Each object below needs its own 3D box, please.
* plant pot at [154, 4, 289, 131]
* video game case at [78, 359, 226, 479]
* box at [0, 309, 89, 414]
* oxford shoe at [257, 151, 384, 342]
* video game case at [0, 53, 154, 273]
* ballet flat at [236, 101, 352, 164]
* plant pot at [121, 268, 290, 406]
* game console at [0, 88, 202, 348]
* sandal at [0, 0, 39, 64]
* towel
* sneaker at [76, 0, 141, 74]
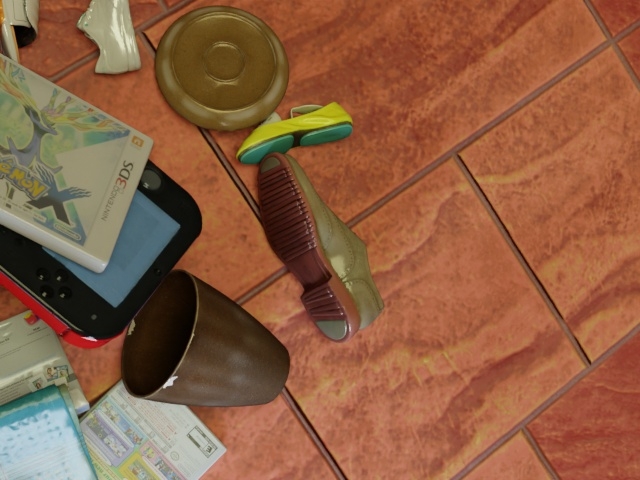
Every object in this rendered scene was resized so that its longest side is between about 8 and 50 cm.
[{"bbox_3d":[-0.168,-0.305,1.914,0.236,0.032,0.236,3,76,-10],"label":"plant pot"},{"bbox_3d":[-0.295,0.340,1.834,0.193,0.023,0.212,-44,99,-17],"label":"video game case"},{"bbox_3d":[-0.470,0.213,1.750,0.145,0.038,0.186,-24,72,-19],"label":"box"},{"bbox_3d":[0.000,0.000,1.933,0.130,0.123,0.348,-26,96,-40],"label":"oxford shoe"},{"bbox_3d":[-0.437,-0.134,1.695,0.329,0.036,0.300,29,42,-17],"label":"video game case"},{"bbox_3d":[-0.054,-0.195,1.949,0.231,0.077,0.077,-17,69,-21],"label":"ballet flat"},{"bbox_3d":[-0.172,0.186,1.810,0.230,0.215,0.215,25,77,-34],"label":"plant pot"},{"bbox_3d":[-0.380,-0.043,1.726,0.342,0.060,0.386,44,38,-10],"label":"game console"},{"bbox_3d":[-0.500,-0.409,1.805,0.076,0.102,0.265,-10,85,-19],"label":"sandal"},{"bbox_3d":[-0.529,0.384,1.678,0.370,0.040,0.272,-20,124,-18],"label":"towel"},{"bbox_3d":[-0.368,-0.385,1.863,0.094,0.080,0.212,-12,89,-7],"label":"sneaker"}]
